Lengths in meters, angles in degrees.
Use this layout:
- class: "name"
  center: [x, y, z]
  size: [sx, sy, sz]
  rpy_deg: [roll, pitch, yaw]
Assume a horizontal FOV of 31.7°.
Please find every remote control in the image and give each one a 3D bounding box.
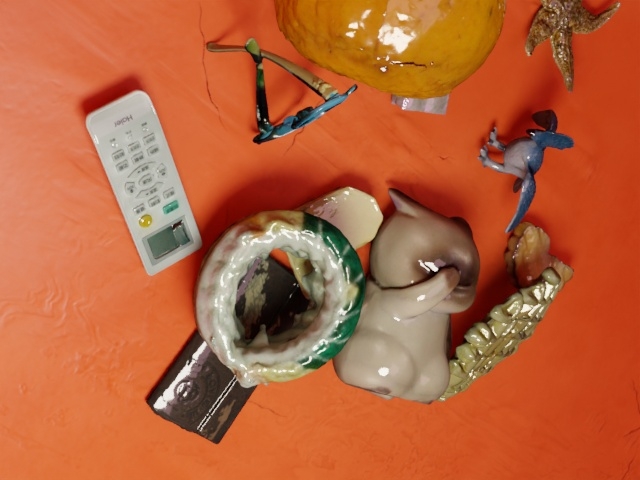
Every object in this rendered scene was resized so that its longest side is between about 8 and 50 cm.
- class: "remote control"
  center: [-0.266, -0.086, 1.699]
  size: [0.103, 0.051, 0.293]
  rpy_deg: [-30, 127, -19]

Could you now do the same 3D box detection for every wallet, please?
- class: "wallet"
  center: [-0.141, 0.183, 1.895]
  size: [0.170, 0.044, 0.321]
  rpy_deg: [37, 87, -36]

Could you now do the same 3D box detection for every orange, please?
- class: "orange"
  center: [0.108, -0.368, 1.650]
  size: [0.340, 0.340, 0.293]
  rpy_deg: [14, 100, -36]

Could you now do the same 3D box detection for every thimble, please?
- class: "thimble"
  center: [-0.071, 0.090, 1.775]
  size: [0.254, 0.167, 0.288]
  rpy_deg: [25, 90, -9]

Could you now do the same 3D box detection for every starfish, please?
- class: "starfish"
  center: [0.438, -0.410, 2.018]
  size: [0.236, 0.062, 0.277]
  rpy_deg: [8, 96, -34]

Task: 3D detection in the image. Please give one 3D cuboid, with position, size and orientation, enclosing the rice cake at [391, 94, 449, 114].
- class: "rice cake"
  center: [0.186, -0.355, 1.883]
  size: [0.106, 0.050, 0.298]
  rpy_deg: [-3, 111, -32]

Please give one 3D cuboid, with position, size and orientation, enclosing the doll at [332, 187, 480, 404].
- class: "doll"
  center: [0.151, 0.122, 1.949]
  size: [0.215, 0.226, 0.370]
  rpy_deg: [19, 99, -25]

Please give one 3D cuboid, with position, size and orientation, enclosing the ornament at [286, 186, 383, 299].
- class: "ornament"
  center: [0.000, 0.000, 1.888]
  size: [0.180, 0.059, 0.201]
  rpy_deg: [19, 88, -17]

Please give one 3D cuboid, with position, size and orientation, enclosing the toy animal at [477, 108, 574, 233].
- class: "toy animal"
  center: [0.371, -0.139, 2.006]
  size: [0.239, 0.176, 0.255]
  rpy_deg: [-67, 154, -14]

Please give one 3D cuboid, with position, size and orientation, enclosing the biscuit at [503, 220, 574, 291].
- class: "biscuit"
  center: [0.408, 0.044, 2.190]
  size: [0.118, 0.061, 0.183]
  rpy_deg: [-44, 125, -8]

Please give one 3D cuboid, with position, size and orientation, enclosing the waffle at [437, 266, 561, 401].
- class: "waffle"
  center: [0.332, 0.178, 2.100]
  size: [0.292, 0.056, 0.309]
  rpy_deg: [-32, 157, -28]

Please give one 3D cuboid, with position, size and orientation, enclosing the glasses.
- class: "glasses"
  center: [-0.080, -0.220, 1.681]
  size: [0.207, 0.239, 0.102]
  rpy_deg: [28, 72, -19]
